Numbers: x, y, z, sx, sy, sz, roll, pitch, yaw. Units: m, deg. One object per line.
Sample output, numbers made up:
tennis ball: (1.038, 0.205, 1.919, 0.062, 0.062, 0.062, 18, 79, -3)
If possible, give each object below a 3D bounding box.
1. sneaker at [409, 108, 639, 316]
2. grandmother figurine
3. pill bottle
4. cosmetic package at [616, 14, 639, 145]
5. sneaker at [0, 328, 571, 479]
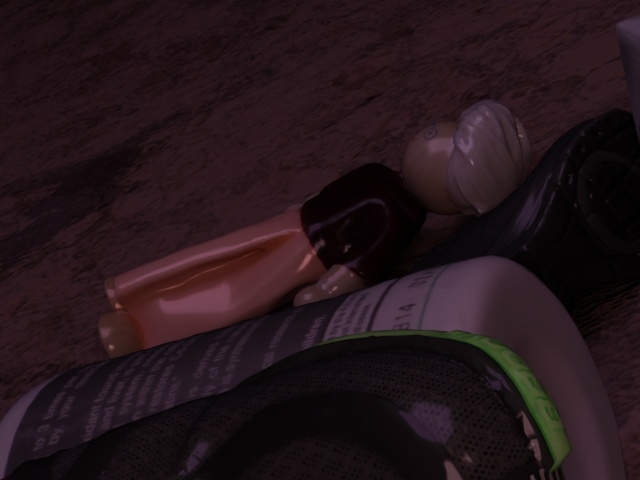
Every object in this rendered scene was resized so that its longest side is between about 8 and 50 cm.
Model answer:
sneaker: (0.124, 0.012, 1.093, 0.130, 0.109, 0.286, -11, 25, 49)
grandmother figurine: (0.000, 0.000, 1.268, 0.342, 0.104, 0.208, -28, 31, 8)
pill bottle: (-0.043, 0.146, 0.860, 0.361, 0.204, 0.204, -16, 25, 26)
cosmetic package: (0.398, -0.114, 0.959, 0.377, 0.097, 0.284, -20, 24, -8)
sneaker: (-0.117, 0.167, 0.669, 0.482, 0.185, 0.202, -23, -9, 26)
